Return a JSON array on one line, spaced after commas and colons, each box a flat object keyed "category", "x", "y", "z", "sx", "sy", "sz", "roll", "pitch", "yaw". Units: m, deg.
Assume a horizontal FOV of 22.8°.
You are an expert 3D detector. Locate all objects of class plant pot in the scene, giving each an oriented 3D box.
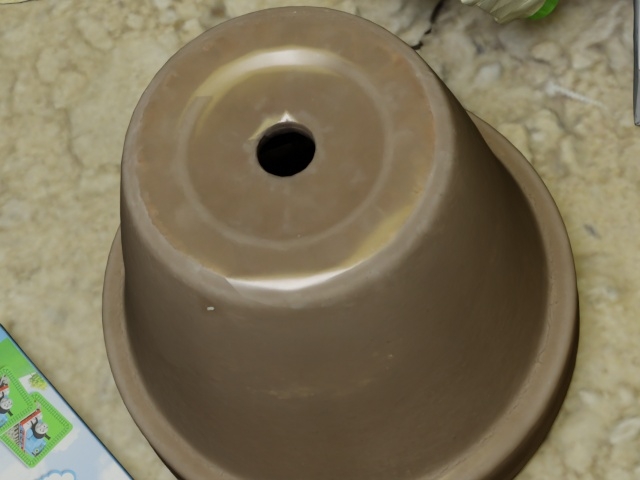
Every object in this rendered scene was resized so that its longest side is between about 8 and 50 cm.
[{"category": "plant pot", "x": 0.000, "y": 0.000, "z": 0.793, "sx": 0.263, "sy": 0.229, "sz": 0.263, "roll": -3, "pitch": 65, "yaw": 7}]

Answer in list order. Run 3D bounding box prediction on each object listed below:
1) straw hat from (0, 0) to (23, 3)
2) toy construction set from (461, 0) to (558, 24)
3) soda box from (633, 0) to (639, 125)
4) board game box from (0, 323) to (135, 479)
[{"category": "straw hat", "x": -0.193, "y": -0.223, "z": 1.008, "sx": 0.144, "sy": 0.061, "sz": 0.144, "roll": -3, "pitch": 66, "yaw": 8}, {"category": "toy construction set", "x": 0.094, "y": -0.257, "z": 0.884, "sx": 0.215, "sy": 0.151, "sz": 0.328, "roll": -30, "pitch": 57, "yaw": 24}, {"category": "soda box", "x": 0.220, "y": -0.176, "z": 0.922, "sx": 0.073, "sy": 0.069, "sz": 0.216, "roll": 1, "pitch": 68, "yaw": 9}, {"category": "board game box", "x": -0.175, "y": 0.165, "z": 0.852, "sx": 0.160, "sy": 0.039, "sz": 0.211, "roll": -41, "pitch": 68, "yaw": -10}]
